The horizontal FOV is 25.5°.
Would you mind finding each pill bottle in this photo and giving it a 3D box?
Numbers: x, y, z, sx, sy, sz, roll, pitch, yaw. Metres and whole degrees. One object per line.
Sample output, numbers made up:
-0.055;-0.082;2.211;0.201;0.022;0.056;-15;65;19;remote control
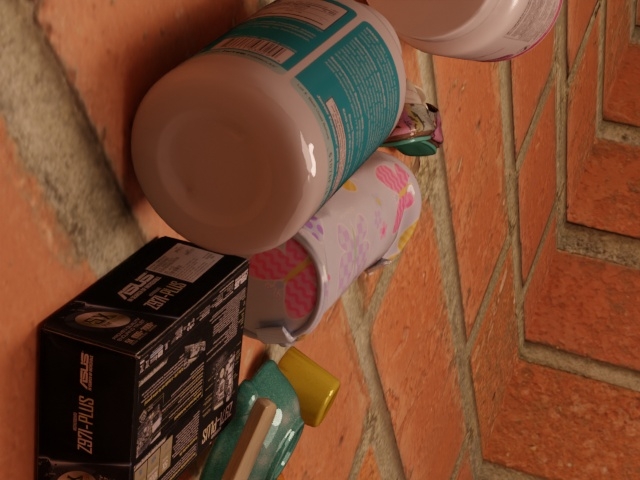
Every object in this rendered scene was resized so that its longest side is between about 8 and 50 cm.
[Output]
0.146;-0.266;1.447;0.283;0.160;0.160;-13;116;-69;pill bottle
-0.023;-0.104;1.087;0.264;0.146;0.146;-46;147;-55;pill bottle

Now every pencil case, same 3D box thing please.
0.000;0.000;1.295;0.273;0.114;0.124;-36;132;-63;pencil case

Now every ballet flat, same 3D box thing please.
0.093;-0.136;1.558;0.221;0.077;0.079;-3;88;-76;ballet flat

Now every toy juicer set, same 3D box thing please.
-0.084;0.203;1.270;0.209;0.089;0.329;-63;171;4;toy juicer set

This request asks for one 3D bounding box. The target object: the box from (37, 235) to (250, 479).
-0.128;0.100;1.044;0.180;0.078;0.147;-44;144;-58;box
